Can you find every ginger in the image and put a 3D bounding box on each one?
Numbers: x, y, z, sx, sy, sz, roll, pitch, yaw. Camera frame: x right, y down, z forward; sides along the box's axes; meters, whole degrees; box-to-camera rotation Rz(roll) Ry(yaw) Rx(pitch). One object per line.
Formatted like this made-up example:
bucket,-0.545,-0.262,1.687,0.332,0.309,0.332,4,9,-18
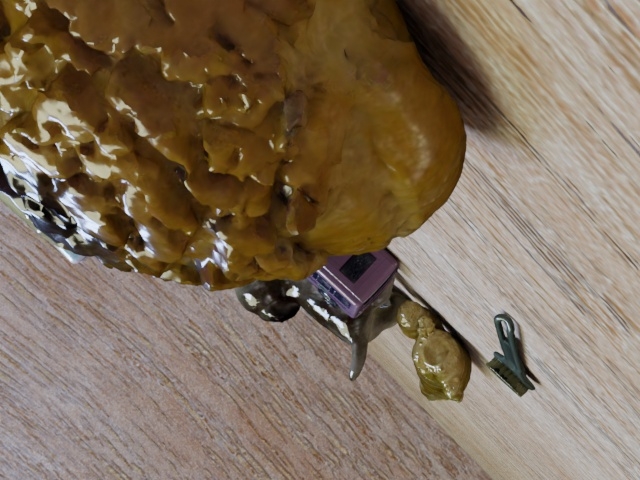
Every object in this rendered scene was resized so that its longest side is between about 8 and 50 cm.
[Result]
ginger,0.166,0.167,1.710,0.115,0.081,0.205,25,157,40

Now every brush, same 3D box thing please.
brush,0.196,0.120,1.344,0.062,0.027,0.266,43,175,20

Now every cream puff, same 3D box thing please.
cream puff,-0.093,-0.098,0.749,0.343,0.231,0.327,45,172,0

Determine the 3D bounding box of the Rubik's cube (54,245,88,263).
Rubik's cube,-0.403,-0.178,2.150,0.316,0.322,0.319,47,176,-6

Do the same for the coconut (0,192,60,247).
coconut,-0.261,-0.144,1.483,0.323,0.323,0.323,45,175,5

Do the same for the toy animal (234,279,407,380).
toy animal,0.003,0.063,1.723,0.233,0.169,0.121,32,168,24

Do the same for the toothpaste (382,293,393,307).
toothpaste,0.072,0.073,1.919,0.075,0.048,0.301,51,171,-21

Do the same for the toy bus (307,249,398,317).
toy bus,0.000,0.000,1.590,0.199,0.096,0.108,42,171,5
